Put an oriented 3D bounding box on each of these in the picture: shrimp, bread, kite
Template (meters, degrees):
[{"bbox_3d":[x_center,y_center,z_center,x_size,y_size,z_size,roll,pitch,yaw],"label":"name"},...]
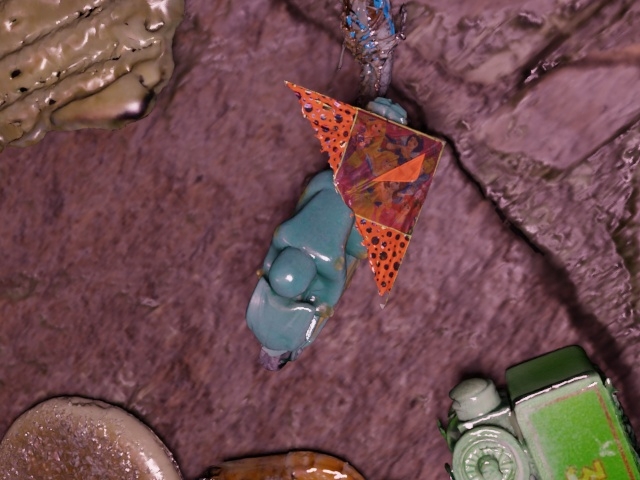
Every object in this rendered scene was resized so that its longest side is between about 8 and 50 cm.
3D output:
[{"bbox_3d":[-0.045,0.310,1.144,0.217,0.051,0.150,-3,110,15],"label":"shrimp"},{"bbox_3d":[-0.278,0.310,1.187,0.266,0.040,0.267,4,103,20],"label":"bread"},{"bbox_3d":[0.044,-0.202,1.002,0.082,0.076,0.174,26,119,49],"label":"shrimp"},{"bbox_3d":[0.064,-0.065,0.906,0.125,0.008,0.222,-27,99,-20],"label":"kite"}]

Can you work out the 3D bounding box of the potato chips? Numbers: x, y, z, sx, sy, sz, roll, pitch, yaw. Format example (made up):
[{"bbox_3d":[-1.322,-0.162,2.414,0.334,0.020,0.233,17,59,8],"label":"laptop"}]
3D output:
[{"bbox_3d":[-0.327,-0.276,1.046,0.389,0.097,0.373,-2,97,15],"label":"potato chips"}]

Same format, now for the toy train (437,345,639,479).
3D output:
[{"bbox_3d":[0.232,0.237,1.020,0.188,0.132,0.243,-21,97,9],"label":"toy train"}]

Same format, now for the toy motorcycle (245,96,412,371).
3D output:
[{"bbox_3d":[0.001,-0.002,0.974,0.109,0.198,0.297,29,93,11],"label":"toy motorcycle"}]
